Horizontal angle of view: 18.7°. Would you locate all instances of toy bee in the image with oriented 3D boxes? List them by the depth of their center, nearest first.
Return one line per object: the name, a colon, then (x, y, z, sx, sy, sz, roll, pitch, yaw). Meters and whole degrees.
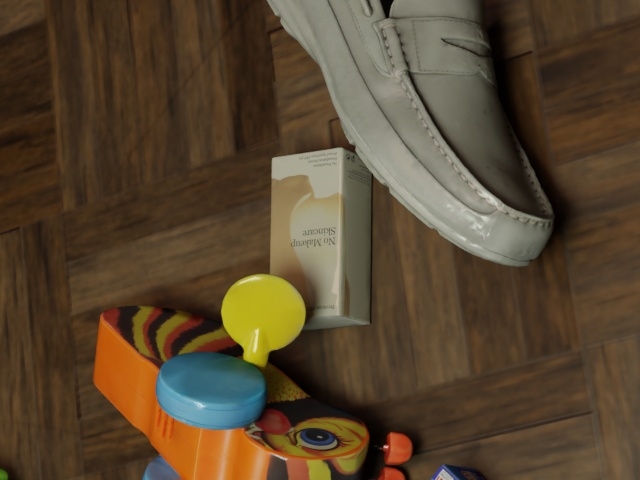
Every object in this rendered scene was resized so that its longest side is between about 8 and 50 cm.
toy bee: (-0.034, 0.140, 1.247, 0.195, 0.162, 0.298, 114, 146, -41)

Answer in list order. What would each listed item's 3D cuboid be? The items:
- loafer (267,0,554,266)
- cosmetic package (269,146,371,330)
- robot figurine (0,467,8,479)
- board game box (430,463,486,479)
loafer: (0.061, -0.120, 1.245, 0.111, 0.112, 0.319, -48, 57, 25)
cosmetic package: (0.000, 0.000, 1.299, 0.060, 0.041, 0.115, -8, 75, 31)
robot figurine: (-0.264, 0.216, 1.409, 0.101, 0.067, 0.115, 43, 104, 34)
board game box: (0.076, 0.268, 1.185, 0.160, 0.047, 0.210, 42, 103, 33)
